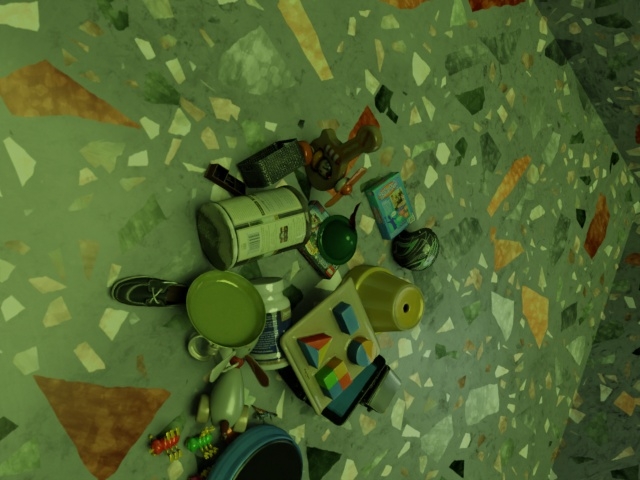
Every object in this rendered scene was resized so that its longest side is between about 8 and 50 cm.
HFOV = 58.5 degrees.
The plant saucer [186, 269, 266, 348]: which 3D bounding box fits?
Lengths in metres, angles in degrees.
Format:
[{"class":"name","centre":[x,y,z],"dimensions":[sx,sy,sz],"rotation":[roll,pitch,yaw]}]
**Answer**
[{"class":"plant saucer","centre":[-0.269,0.197,1.610],"dimensions":[0.241,0.037,0.241],"rotation":[20,49,-24]}]

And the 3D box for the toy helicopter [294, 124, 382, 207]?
[{"class":"toy helicopter","centre":[0.069,-0.250,1.790],"dimensions":[0.140,0.355,0.235],"rotation":[-14,85,-38]}]

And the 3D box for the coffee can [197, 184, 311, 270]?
[{"class":"coffee can","centre":[-0.194,-0.042,1.689],"dimensions":[0.275,0.201,0.201],"rotation":[-17,103,-37]}]

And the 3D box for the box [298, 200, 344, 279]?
[{"class":"box","centre":[0.000,0.000,1.951],"dimensions":[0.233,0.044,0.159],"rotation":[50,63,-30]}]

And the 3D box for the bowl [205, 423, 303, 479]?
[{"class":"bowl","centre":[-0.200,0.770,1.765],"dimensions":[0.391,0.077,0.391],"rotation":[-18,115,-47]}]

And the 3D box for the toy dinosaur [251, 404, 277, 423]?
[{"class":"toy dinosaur","centre":[-0.175,0.562,1.852],"dimensions":[0.082,0.047,0.090],"rotation":[-14,92,-56]}]

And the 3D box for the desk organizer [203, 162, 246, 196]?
[{"class":"desk organizer","centre":[-0.277,-0.180,1.708],"dimensions":[0.130,0.050,0.047],"rotation":[31,74,-36]}]

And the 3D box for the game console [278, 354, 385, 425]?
[{"class":"game console","centre":[0.044,0.420,1.929],"dimensions":[0.293,0.173,0.250],"rotation":[-50,129,-26]}]

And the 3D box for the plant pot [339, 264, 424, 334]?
[{"class":"plant pot","centre":[0.226,0.222,2.027],"dimensions":[0.254,0.239,0.254],"rotation":[-3,95,-38]}]

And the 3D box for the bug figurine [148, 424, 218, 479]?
[{"class":"bug figurine","centre":[-0.395,0.664,1.658],"dimensions":[0.216,0.072,0.279],"rotation":[-8,93,-45]}]

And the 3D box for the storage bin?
[{"class":"storage bin","centre":[-0.148,-0.238,1.763],"dimensions":[0.180,0.122,0.084],"rotation":[-37,115,-31]}]

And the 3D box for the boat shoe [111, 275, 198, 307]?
[{"class":"boat shoe","centre":[-0.452,0.144,1.573],"dimensions":[0.233,0.079,0.084],"rotation":[9,89,-38]}]

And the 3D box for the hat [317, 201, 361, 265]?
[{"class":"hat","centre":[0.107,-0.003,1.889],"dimensions":[0.208,0.183,0.173],"rotation":[32,73,-36]}]

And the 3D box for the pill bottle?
[{"class":"pill bottle","centre":[-0.164,0.252,1.765],"dimensions":[0.153,0.153,0.264],"rotation":[-12,101,-38]}]

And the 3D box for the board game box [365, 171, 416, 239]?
[{"class":"board game box","centre":[0.267,-0.131,2.157],"dimensions":[0.160,0.047,0.210],"rotation":[-35,115,-31]}]

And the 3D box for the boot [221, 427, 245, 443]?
[{"class":"boot","centre":[-0.265,0.616,1.775],"dimensions":[0.085,0.059,0.158],"rotation":[-22,103,-27]}]

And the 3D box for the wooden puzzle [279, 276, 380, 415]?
[{"class":"wooden puzzle","centre":[0.058,0.338,1.819],"dimensions":[0.348,0.080,0.322],"rotation":[-41,121,-31]}]

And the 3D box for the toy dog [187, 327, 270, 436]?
[{"class":"toy dog","centre":[-0.258,0.422,1.643],"dimensions":[0.220,0.161,0.333],"rotation":[-6,103,-13]}]

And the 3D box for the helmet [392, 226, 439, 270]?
[{"class":"helmet","centre":[0.371,0.033,2.179],"dimensions":[0.169,0.161,0.169],"rotation":[-3,95,-39]}]

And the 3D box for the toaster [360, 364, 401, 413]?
[{"class":"toaster","centre":[0.178,0.512,2.056],"dimensions":[0.110,0.168,0.185],"rotation":[50,65,-33]}]
